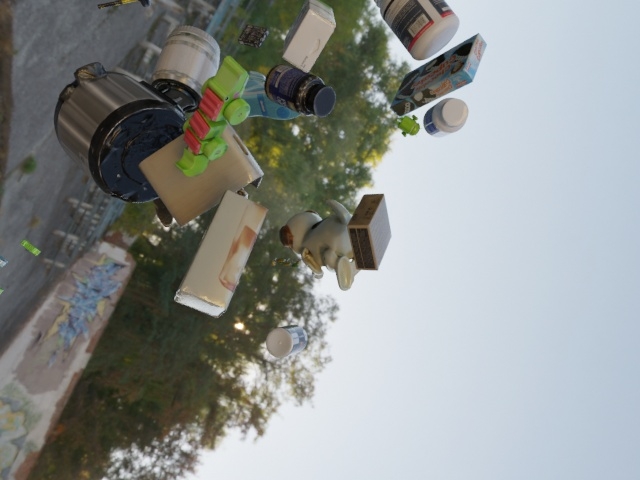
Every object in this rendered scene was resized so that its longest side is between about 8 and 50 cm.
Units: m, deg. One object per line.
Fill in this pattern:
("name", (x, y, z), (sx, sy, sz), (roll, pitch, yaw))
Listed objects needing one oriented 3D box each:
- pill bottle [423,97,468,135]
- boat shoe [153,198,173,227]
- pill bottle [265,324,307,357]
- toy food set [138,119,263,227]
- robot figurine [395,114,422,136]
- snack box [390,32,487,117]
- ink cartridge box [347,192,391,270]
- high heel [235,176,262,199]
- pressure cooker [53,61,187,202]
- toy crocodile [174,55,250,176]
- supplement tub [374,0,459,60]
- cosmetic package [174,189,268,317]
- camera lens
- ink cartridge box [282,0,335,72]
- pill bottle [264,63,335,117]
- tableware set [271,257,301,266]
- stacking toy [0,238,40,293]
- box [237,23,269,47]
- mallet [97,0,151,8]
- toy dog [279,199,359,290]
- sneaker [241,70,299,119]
("pill bottle", (0.553, -0.540, 2.116), (0.152, 0.152, 0.272), (-60, -176, 5))
("boat shoe", (-0.698, -0.118, 2.154), (0.178, 0.064, 0.060), (56, -29, 34))
("pill bottle", (-0.138, 0.442, 2.141), (0.130, 0.130, 0.245), (-61, 162, 4))
("toy food set", (-0.355, -0.205, 1.429), (0.306, 0.220, 0.092), (-32, -173, 4))
("robot figurine", (0.389, -0.508, 2.129), (0.101, 0.115, 0.067), (-57, 176, 23))
("snack box", (0.393, -0.552, 1.634), (0.322, 0.060, 0.187), (-14, -137, 52))
("ink cartridge box", (0.182, -0.034, 1.752), (0.088, 0.193, 0.235), (0, -147, 23))
("high heel", (-0.327, -0.178, 1.621), (0.093, 0.186, 0.261), (-58, -175, 44))
("pressure cooker", (-0.684, -0.373, 1.642), (0.420, 0.375, 0.370), (36, -76, 32))
("toy crocodile", (-0.274, -0.299, 1.197), (0.105, 0.115, 0.340), (-32, 168, -49))
("supplement tub", (0.324, -0.776, 1.644), (0.191, 0.272, 0.191), (-33, 173, -5))
("cosmetic package", (-0.261, 0.037, 1.275), (0.153, 0.129, 0.296), (-37, -150, 63))
("camera lens", (-0.520, -0.654, 1.865), (0.219, 0.219, 0.274), (-23, -130, 57))
("ink cartridge box", (-0.045, -0.784, 1.817), (0.198, 0.114, 0.273), (-53, -158, 30))
("pill bottle", (-0.062, -0.457, 1.484), (0.219, 0.122, 0.123), (33, -84, 35))
("tableware set", (-0.176, 0.117, 2.447), (0.104, 0.154, 0.024), (-50, 141, -70))
("stacking toy", (-0.950, 0.028, 1.372), (0.167, 0.221, 0.052), (-53, -174, -10))
("box", (-0.214, -0.653, 1.540), (0.083, 0.018, 0.067), (20, -104, 22))
("mallet", (-0.727, -0.883, 1.795), (0.062, 0.189, 0.039), (74, 0, -79))
("toy dog", (0.000, 0.000, 2.146), (0.407, 0.395, 0.284), (14, -128, 44))
("sneaker", (-0.202, -0.574, 1.856), (0.127, 0.318, 0.208), (89, 7, -50))
